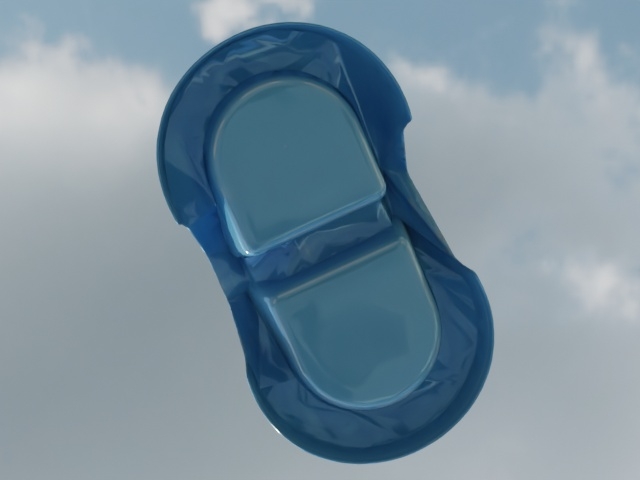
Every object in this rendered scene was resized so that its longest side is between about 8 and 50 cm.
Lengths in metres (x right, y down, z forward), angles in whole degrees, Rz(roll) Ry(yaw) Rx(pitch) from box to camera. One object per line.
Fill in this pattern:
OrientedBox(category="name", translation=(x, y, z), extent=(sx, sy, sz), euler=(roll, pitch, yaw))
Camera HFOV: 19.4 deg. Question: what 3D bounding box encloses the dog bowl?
OrientedBox(category="dog bowl", translation=(0.000, 0.000, 1.226), extent=(0.166, 0.297, 0.074), euler=(-25, -168, -5))
